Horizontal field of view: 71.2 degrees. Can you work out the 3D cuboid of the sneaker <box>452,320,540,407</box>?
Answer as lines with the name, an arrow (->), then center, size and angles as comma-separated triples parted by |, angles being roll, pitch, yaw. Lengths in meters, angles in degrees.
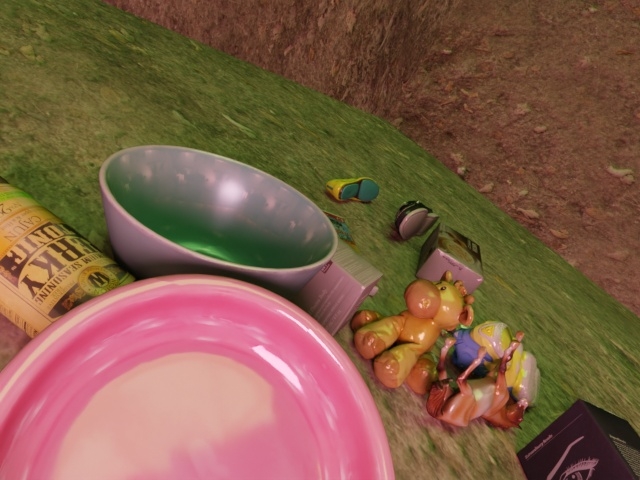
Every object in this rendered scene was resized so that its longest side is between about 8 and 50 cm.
sneaker -> 0.338, 0.237, 0.872 | 0.240, 0.126, 0.091 | 54, 51, -26

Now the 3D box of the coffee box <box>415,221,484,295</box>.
coffee box -> 0.354, 0.054, 1.222 | 0.141, 0.098, 0.246 | 34, 24, 4

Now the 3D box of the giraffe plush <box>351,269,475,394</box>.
giraffe plush -> 0.178, 0.139, 0.766 | 0.210, 0.171, 0.181 | 9, 33, -41

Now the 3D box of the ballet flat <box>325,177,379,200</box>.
ballet flat -> 0.097, -0.162, 1.367 | 0.077, 0.077, 0.230 | 27, 21, 31

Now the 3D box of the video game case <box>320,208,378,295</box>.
video game case -> 0.000, 0.000, 0.996 | 0.203, 0.025, 0.285 | 19, 28, -26

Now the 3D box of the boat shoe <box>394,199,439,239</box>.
boat shoe -> 0.274, -0.070, 1.362 | 0.091, 0.114, 0.302 | 42, 14, 20

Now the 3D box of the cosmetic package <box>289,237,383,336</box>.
cosmetic package -> -0.028, 0.039, 0.769 | 0.237, 0.127, 0.107 | 37, 23, 14

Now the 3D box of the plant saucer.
plant saucer -> -0.092, 0.190, 0.352 | 0.331, 0.084, 0.333 | 19, 50, -25

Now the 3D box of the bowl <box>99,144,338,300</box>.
bowl -> -0.149, 0.011, 0.612 | 0.311, 0.163, 0.312 | 21, 24, -10

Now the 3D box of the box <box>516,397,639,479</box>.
box -> 0.405, 0.363, 0.634 | 0.108, 0.153, 0.207 | 26, 26, -13

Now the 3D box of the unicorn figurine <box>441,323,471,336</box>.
unicorn figurine -> 0.311, 0.193, 0.973 | 0.111, 0.060, 0.162 | -11, 64, -57

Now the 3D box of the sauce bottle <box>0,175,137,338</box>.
sauce bottle -> -0.255, 0.063, 0.473 | 0.344, 0.111, 0.111 | 35, 24, 2

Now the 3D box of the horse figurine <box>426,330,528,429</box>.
horse figurine -> 0.251, 0.237, 0.718 | 0.263, 0.175, 0.066 | 3, 18, -33
